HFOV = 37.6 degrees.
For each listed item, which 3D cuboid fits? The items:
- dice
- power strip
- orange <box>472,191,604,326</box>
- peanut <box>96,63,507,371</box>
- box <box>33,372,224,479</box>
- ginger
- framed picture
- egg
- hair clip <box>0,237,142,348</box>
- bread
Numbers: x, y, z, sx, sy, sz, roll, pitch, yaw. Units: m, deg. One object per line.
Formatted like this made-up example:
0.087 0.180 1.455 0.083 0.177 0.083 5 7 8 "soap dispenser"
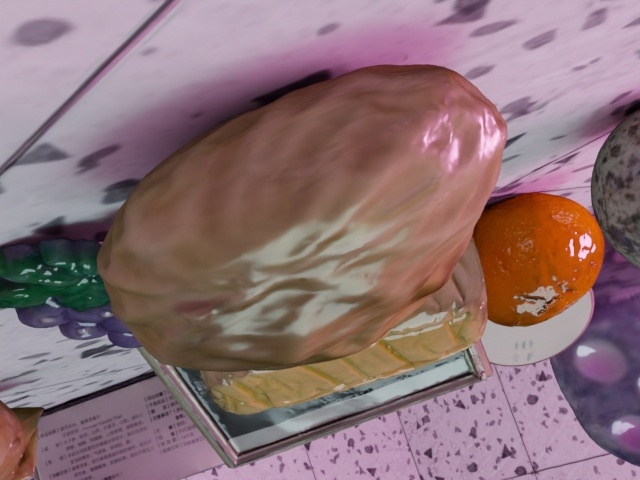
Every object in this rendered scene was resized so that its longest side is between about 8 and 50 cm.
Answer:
0.472 0.119 1.237 0.271 0.270 0.270 -20 -162 36 "dice"
0.218 0.059 1.025 0.154 0.078 0.154 -3 127 -4 "power strip"
0.190 0.014 0.859 0.135 0.118 0.135 -33 -173 4 "orange"
0.000 0.000 0.473 0.196 0.110 0.233 -27 170 2 "peanut"
-0.207 0.255 1.284 0.332 0.145 0.173 -20 171 4 "box"
-0.374 0.197 0.888 0.193 0.115 0.123 -12 148 2 "ginger"
-0.001 0.109 0.879 0.293 0.018 0.231 -21 130 8 "framed picture"
0.262 -0.038 0.680 0.132 0.132 0.172 -20 -179 4 "egg"
-0.124 0.023 0.573 0.124 0.052 0.195 -20 162 14 "hair clip"
0.013 0.053 0.739 0.236 0.106 0.140 -18 156 5 "bread"
